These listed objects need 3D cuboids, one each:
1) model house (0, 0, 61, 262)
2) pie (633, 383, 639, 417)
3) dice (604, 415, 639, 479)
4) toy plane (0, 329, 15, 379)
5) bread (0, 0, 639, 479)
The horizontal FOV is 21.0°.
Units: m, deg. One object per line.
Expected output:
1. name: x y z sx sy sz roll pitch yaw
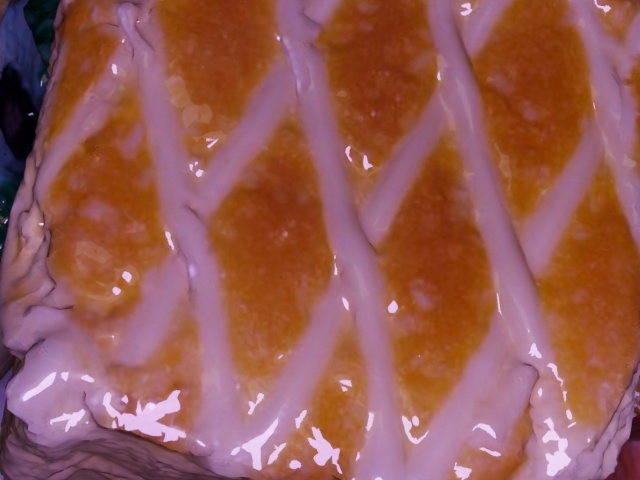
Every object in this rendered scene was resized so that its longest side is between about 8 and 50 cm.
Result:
1. model house: -0.302 -0.143 1.155 0.230 0.248 0.280 3 51 13
2. pie: 0.144 0.145 1.202 0.195 0.046 0.195 0 75 1
3. dice: 0.275 0.194 1.097 0.175 0.174 0.179 -13 90 -18
4. toy plane: -0.202 0.022 1.218 0.242 0.104 0.256 23 64 9
5. bread: 0.000 0.000 1.068 0.371 0.279 0.390 13 66 -6
